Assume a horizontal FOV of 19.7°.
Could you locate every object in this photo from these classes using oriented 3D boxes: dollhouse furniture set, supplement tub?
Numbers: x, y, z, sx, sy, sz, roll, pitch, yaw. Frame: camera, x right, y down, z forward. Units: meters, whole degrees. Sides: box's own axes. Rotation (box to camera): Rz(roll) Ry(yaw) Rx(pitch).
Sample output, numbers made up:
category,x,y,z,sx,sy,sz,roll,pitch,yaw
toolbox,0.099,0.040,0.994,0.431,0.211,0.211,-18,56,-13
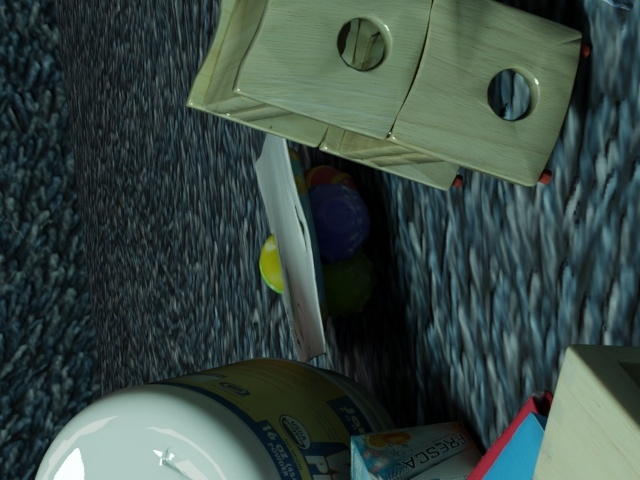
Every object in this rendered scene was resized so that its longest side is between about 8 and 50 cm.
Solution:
category,x,y,z,sx,sy,sz,roll,pitch,yaw
dollhouse furniture set,0.041,-0.125,0.760,0.129,0.129,0.184,-173,101,-77
supplement tub,-0.046,0.139,0.993,0.199,0.144,0.144,-7,-89,-65

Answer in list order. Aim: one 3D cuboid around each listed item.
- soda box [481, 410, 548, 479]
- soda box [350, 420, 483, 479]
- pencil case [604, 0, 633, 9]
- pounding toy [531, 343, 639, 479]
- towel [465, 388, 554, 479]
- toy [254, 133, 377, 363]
category,x,y,z,sx,sy,sz,roll,pitch,yaw
soda box,0.113,0.148,0.595,0.067,0.071,0.210,-58,29,18
soda box,0.050,0.186,0.947,0.058,0.063,0.183,-120,26,-61
pencil case,0.104,-0.190,0.407,0.124,0.113,0.273,39,139,39
pounding toy,0.125,0.091,0.478,0.141,0.130,0.100,-124,41,-62
towel,0.093,0.225,0.736,0.199,0.031,0.275,-59,35,38
toy,0.000,0.000,1.084,0.237,0.056,0.137,139,119,-80
